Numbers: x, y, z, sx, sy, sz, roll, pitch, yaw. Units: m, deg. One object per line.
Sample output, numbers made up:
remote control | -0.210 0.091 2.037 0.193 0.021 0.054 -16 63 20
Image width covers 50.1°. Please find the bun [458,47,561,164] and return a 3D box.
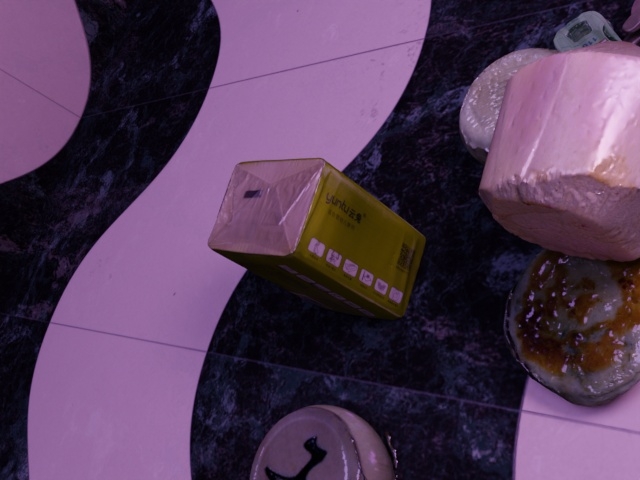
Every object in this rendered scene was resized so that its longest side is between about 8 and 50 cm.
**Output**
bun | 0.306 -0.184 1.015 0.195 0.118 0.196 -19 60 36

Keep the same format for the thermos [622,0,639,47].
thermos | 0.442 -0.234 0.867 0.137 0.193 0.105 -39 47 20

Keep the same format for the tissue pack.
tissue pack | 0.000 0.000 1.075 0.200 0.274 0.167 3 68 44

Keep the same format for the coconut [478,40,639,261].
coconut | 0.319 -0.116 0.800 0.239 0.239 0.244 14 78 46

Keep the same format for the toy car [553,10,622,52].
toy car | 0.415 -0.273 1.014 0.093 0.058 0.186 -34 47 21

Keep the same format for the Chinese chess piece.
Chinese chess piece | 0.000 0.354 1.005 0.237 0.092 0.238 -22 52 32

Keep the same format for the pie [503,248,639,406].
pie | 0.339 0.092 0.864 0.240 0.054 0.241 -30 46 36
